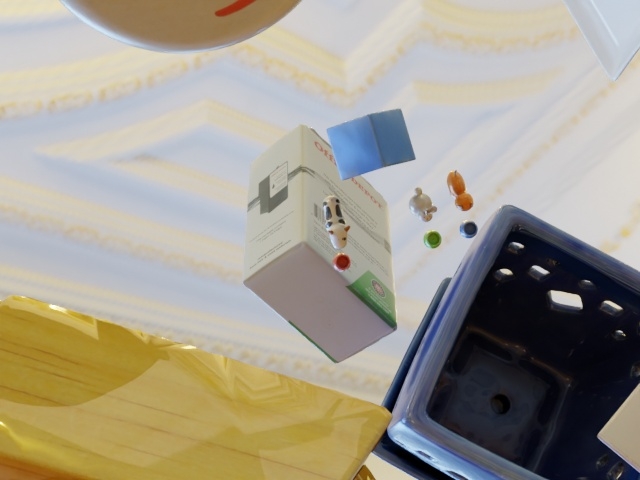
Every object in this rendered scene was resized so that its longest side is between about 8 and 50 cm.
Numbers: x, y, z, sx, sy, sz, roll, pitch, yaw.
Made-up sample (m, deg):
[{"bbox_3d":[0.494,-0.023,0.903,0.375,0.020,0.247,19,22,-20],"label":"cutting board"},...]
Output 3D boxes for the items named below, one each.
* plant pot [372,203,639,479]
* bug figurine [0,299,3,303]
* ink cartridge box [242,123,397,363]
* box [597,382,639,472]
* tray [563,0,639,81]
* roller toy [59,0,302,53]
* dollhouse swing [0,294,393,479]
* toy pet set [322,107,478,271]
[{"bbox_3d":[0.189,0.141,1.239,0.236,0.236,0.212,-63,4,-24],"label":"plant pot"},{"bbox_3d":[-0.279,0.074,0.708,0.072,0.279,0.216,-8,-47,25],"label":"bug figurine"},{"bbox_3d":[0.000,0.000,1.394,0.087,0.208,0.153,-34,-59,24],"label":"ink cartridge box"},{"bbox_3d":[0.263,0.159,0.547,0.067,0.324,0.063,-53,-22,9],"label":"box"},{"bbox_3d":[0.331,-0.290,1.426,0.030,0.145,0.270,-23,-14,-13],"label":"tray"},{"bbox_3d":[-0.088,-0.224,0.818,0.191,0.146,0.209,21,-62,-21],"label":"roller toy"},{"bbox_3d":[-0.149,0.268,0.694,0.315,0.305,0.347,18,-57,-11],"label":"dollhouse swing"},{"bbox_3d":[0.058,-0.043,1.036,0.122,0.114,0.065,-16,0,-6],"label":"toy pet set"}]
